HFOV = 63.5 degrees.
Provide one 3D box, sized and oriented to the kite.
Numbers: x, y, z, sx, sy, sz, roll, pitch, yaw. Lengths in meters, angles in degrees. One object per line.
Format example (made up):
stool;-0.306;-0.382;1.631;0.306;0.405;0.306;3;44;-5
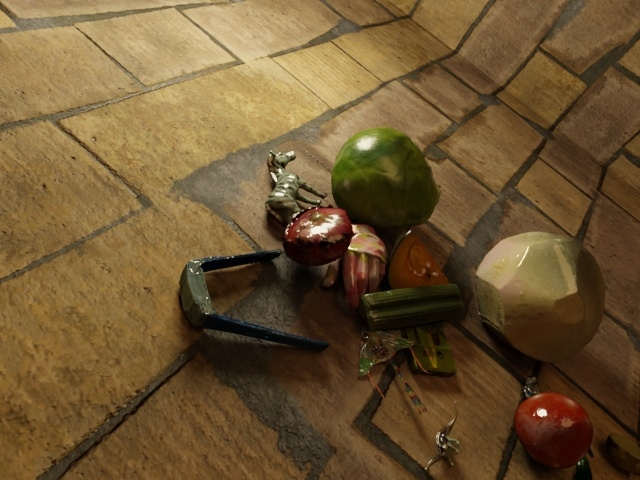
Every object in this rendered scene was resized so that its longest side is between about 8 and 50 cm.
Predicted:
kite;0.169;0.288;1.184;0.198;0.006;0.244;-18;54;-30

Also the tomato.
tomato;0.533;0.434;1.191;0.167;0.167;0.167;18;44;-18

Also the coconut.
coconut;0.597;0.149;1.397;0.352;0.353;0.353;18;44;-18

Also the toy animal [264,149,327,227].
toy animal;-0.068;-0.131;1.404;0.169;0.090;0.255;13;43;-16

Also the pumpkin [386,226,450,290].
pumpkin;0.237;0.075;1.397;0.254;0.149;0.130;47;4;-29

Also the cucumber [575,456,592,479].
cucumber;0.618;0.564;1.211;0.039;0.039;0.168;34;39;0

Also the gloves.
gloves;0.093;0.065;1.293;0.145;0.126;0.241;23;36;-16

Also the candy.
candy;0.603;0.442;1.305;0.094;0.051;0.226;-15;58;-47

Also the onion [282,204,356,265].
onion;0.000;0.000;1.246;0.183;0.147;0.184;-14;39;12

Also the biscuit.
biscuit;0.241;0.164;1.281;0.322;0.038;0.099;-2;76;-32

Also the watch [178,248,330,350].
watch;-0.149;0.145;1.109;0.274;0.068;0.276;-4;53;-41

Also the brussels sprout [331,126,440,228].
brussels sprout;0.177;-0.164;1.472;0.344;0.268;0.344;36;36;-32

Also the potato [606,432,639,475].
potato;0.763;0.539;1.308;0.103;0.066;0.096;29;16;8

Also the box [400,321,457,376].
box;0.259;0.244;1.293;0.121;0.030;0.193;11;45;-23

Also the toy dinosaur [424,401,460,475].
toy dinosaur;0.277;0.436;1.114;0.058;0.037;0.180;41;42;1
